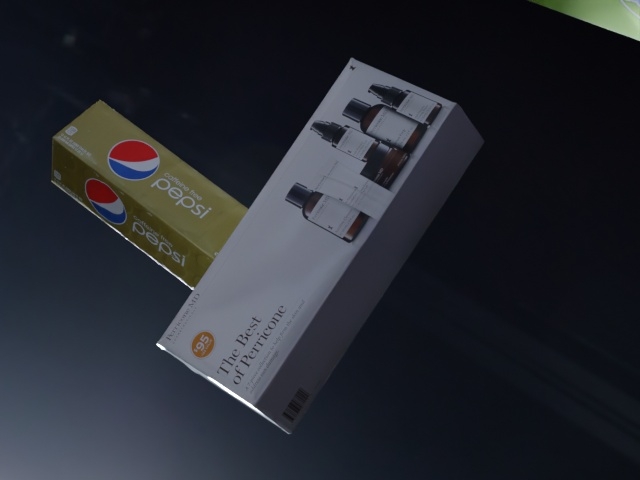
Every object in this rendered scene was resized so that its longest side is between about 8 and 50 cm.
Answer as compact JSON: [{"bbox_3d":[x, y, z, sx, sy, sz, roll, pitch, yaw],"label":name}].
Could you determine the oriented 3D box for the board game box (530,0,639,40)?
[{"bbox_3d":[0.018,-0.222,0.592,0.347,0.233,0.078,27,-113,32],"label":"board game box"}]

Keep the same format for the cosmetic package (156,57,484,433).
[{"bbox_3d":[0.000,0.000,1.021,0.099,0.060,0.239,27,-100,37],"label":"cosmetic package"}]

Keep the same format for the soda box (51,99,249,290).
[{"bbox_3d":[-0.130,-0.030,1.216,0.181,0.058,0.061,36,-34,15],"label":"soda box"}]
